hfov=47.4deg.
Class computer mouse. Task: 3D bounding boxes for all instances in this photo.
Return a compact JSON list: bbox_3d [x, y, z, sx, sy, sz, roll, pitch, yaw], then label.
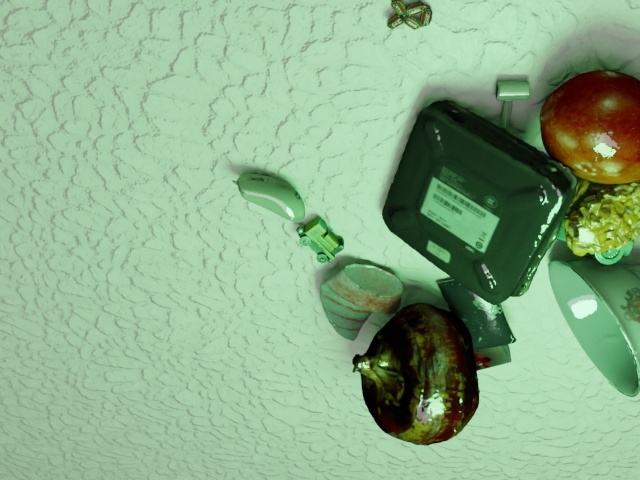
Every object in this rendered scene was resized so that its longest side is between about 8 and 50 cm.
[{"bbox_3d":[-0.107,-0.107,1.608,0.181,0.089,0.056,24,118,-11],"label":"computer mouse"}]

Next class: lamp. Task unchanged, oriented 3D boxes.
[{"bbox_3d":[0.166,-0.420,1.348,0.083,0.031,0.063,5,132,-2],"label":"lamp"}]

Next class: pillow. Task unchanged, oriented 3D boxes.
[{"bbox_3d":[0.385,0.178,1.790,0.141,0.055,0.208,-15,109,20],"label":"pillow"}]

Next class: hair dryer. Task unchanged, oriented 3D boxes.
[{"bbox_3d":[0.380,-0.262,1.458,0.063,0.038,0.124,0,136,6],"label":"hair dryer"}]

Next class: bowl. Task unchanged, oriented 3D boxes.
[{"bbox_3d":[0.672,0.161,1.636,0.157,0.346,0.346,-27,126,-1],"label":"bowl"}]

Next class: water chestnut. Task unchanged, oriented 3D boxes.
[{"bbox_3d":[0.208,0.312,1.737,0.302,0.351,0.351,6,133,-22],"label":"water chestnut"}]

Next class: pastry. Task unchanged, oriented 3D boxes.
[{"bbox_3d":[0.588,-0.063,1.456,0.249,0.102,0.154,-19,107,-9],"label":"pastry"}]

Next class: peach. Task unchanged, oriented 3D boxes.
[{"bbox_3d":[0.528,-0.213,1.377,0.243,0.200,0.243,22,172,3],"label":"peach"}]

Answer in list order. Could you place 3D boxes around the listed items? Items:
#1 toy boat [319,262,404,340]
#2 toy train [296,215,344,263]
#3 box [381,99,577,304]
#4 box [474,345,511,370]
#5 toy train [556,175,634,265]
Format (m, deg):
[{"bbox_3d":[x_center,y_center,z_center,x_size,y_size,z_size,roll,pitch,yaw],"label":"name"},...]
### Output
[{"bbox_3d":[0.081,0.170,1.837,0.206,0.096,0.282,13,143,-9],"label":"toy boat"},{"bbox_3d":[0.000,0.000,1.713,0.081,0.050,0.122,-37,117,22],"label":"toy train"},{"bbox_3d":[0.307,-0.072,1.492,0.359,0.091,0.350,36,134,23],"label":"box"},{"bbox_3d":[0.374,0.295,1.911,0.224,0.069,0.120,-18,126,22],"label":"box"},{"bbox_3d":[0.540,-0.062,1.567,0.307,0.126,0.190,15,92,-8],"label":"toy train"}]
